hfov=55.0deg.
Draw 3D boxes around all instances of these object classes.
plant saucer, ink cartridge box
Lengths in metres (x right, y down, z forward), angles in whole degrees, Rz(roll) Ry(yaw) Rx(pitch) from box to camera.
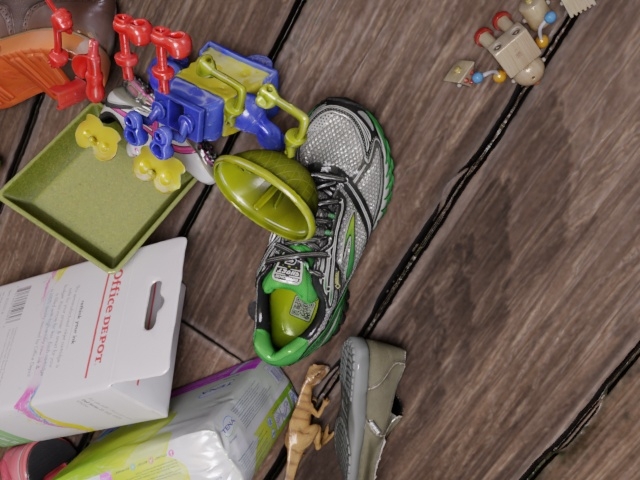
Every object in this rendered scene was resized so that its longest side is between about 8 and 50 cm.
[{"bbox_3d":[-0.285,-0.067,0.818,0.188,0.045,0.188,33,65,6],"label":"plant saucer"},{"bbox_3d":[-0.308,0.140,0.824,0.353,0.207,0.119,-14,142,19],"label":"ink cartridge box"}]

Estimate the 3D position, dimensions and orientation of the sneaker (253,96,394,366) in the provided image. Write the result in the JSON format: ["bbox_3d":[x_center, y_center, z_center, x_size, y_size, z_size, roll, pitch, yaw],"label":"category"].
[{"bbox_3d":[0.000,0.000,0.745,0.134,0.146,0.344,14,106,12],"label":"sneaker"}]

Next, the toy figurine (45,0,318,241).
[{"bbox_3d":[-0.102,-0.174,0.689,0.362,0.217,0.191,27,135,20],"label":"toy figurine"}]

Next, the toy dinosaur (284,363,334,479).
[{"bbox_3d":[-0.031,0.273,0.830,0.064,0.112,0.212,2,66,22],"label":"toy dinosaur"}]

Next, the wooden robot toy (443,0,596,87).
[{"bbox_3d":[0.227,-0.213,0.687,0.173,0.076,0.079,-38,127,20],"label":"wooden robot toy"}]

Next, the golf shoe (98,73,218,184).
[{"bbox_3d":[-0.207,-0.130,0.806,0.186,0.067,0.086,44,95,8],"label":"golf shoe"}]

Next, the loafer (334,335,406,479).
[{"bbox_3d":[0.071,0.241,0.810,0.087,0.094,0.251,-2,116,-11],"label":"loafer"}]

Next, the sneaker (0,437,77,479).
[{"bbox_3d":[-0.435,0.470,1.016,0.136,0.116,0.314,-14,96,32],"label":"sneaker"}]

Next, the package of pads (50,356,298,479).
[{"bbox_3d":[-0.198,0.277,0.823,0.296,0.229,0.101,-25,96,19],"label":"package of pads"}]

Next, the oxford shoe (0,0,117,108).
[{"bbox_3d":[-0.427,-0.266,0.825,0.363,0.130,0.133,4,69,16],"label":"oxford shoe"}]
